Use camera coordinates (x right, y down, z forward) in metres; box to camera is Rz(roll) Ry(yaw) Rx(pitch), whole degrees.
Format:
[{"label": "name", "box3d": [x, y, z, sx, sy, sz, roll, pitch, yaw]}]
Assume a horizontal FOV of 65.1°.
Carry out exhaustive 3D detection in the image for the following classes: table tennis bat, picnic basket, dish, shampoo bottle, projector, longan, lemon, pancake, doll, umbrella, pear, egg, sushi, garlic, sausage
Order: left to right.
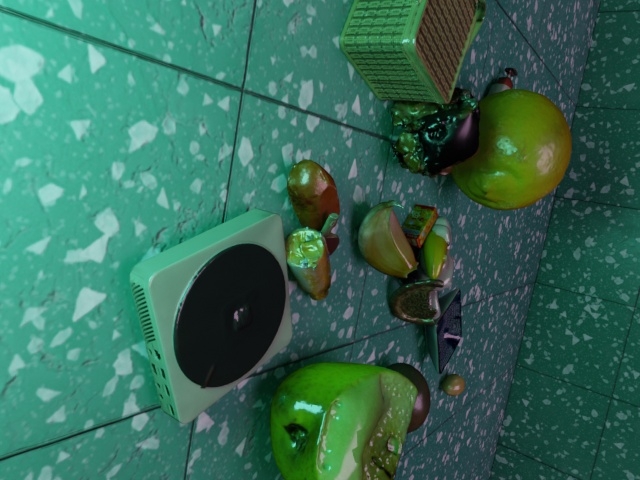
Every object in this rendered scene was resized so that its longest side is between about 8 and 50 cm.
[{"label": "projector", "box3d": [-0.156, 0.107, 0.783, 0.259, 0.079, 0.257, -32, 127, -46]}, {"label": "sausage", "box3d": [-0.010, -0.072, 0.922, 0.089, 0.089, 0.179, -58, 152, -24]}, {"label": "table tennis bat", "box3d": [0.000, 0.000, 0.944, 0.087, 0.013, 0.156, -5, 147, -25]}, {"label": "pear", "box3d": [0.016, 0.388, 1.011, 0.318, 0.238, 0.343, 46, 54, -36]}, {"label": "garlic", "box3d": [0.139, -0.008, 1.140, 0.115, 0.128, 0.207, -23, 125, 1]}, {"label": "longan", "box3d": [0.218, 0.430, 1.368, 0.189, 0.189, 0.189, -25, 122, -48]}, {"label": "umbrella", "box3d": [0.220, 0.060, 1.323, 0.236, 0.059, 0.066, 61, 11, -50]}, {"label": "pancake", "box3d": [0.273, 0.172, 1.349, 0.190, 0.184, 0.020, 42, 35, -33]}, {"label": "picnic basket", "box3d": [0.202, -0.459, 0.995, 0.228, 0.175, 0.313, 31, 76, -54]}, {"label": "doll", "box3d": [0.323, 0.067, 1.404, 0.237, 0.111, 0.252, 80, 18, -57]}, {"label": "sushi", "box3d": [0.267, -0.236, 1.157, 0.213, 0.200, 0.204, -73, 154, -46]}, {"label": "dish", "box3d": [0.386, 0.286, 1.623, 0.182, 0.080, 0.243, -45, 138, -36]}, {"label": "egg", "box3d": [0.495, 0.541, 1.875, 0.096, 0.080, 0.080, 10, 94, -47]}, {"label": "shampoo bottle", "box3d": [0.586, -0.448, 1.636, 0.153, 0.071, 0.284, 38, 72, -52]}, {"label": "lemon", "box3d": [0.526, -0.255, 1.404, 0.348, 0.348, 0.348, -25, 122, -48]}]

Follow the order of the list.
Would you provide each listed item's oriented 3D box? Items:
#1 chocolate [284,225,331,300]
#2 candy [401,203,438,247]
[{"label": "chocolate", "box3d": [-0.017, 0.056, 0.946, 0.086, 0.085, 0.219, -61, 162, -20]}, {"label": "candy", "box3d": [0.260, -0.041, 1.335, 0.122, 0.062, 0.038, -55, 140, -26]}]
